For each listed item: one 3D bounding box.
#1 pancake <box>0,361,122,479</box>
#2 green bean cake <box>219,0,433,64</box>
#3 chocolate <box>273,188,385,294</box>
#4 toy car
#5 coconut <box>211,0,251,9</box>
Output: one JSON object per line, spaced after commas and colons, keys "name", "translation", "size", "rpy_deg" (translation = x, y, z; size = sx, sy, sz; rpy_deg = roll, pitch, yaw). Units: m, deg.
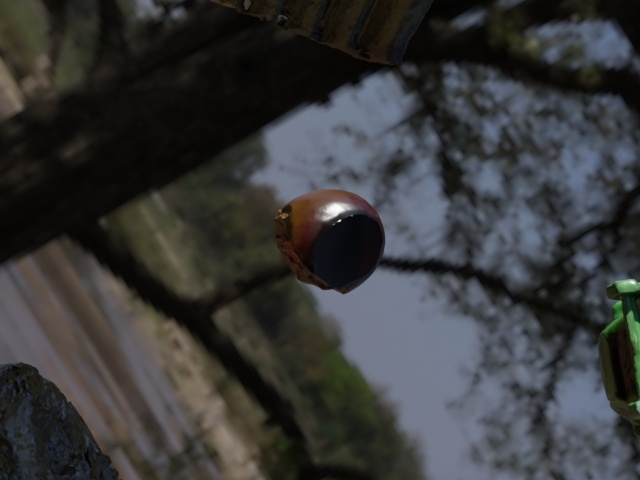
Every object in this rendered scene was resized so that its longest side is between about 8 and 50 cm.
{"name": "pancake", "translation": [-0.294, 0.318, 2.002], "size": [0.382, 0.071, 0.382], "rpy_deg": [51, 27, -38]}
{"name": "green bean cake", "translation": [0.006, -0.236, 1.426], "size": [0.173, 0.094, 0.181], "rpy_deg": [22, 39, -11]}
{"name": "chocolate", "translation": [0.000, 0.000, 2.121], "size": [0.133, 0.127, 0.124], "rpy_deg": [27, -60, 50]}
{"name": "toy car", "translation": [0.385, 0.128, 2.061], "size": [0.358, 0.176, 0.213], "rpy_deg": [93, -12, -81]}
{"name": "coconut", "translation": [-0.050, -0.424, 1.824], "size": [0.360, 0.346, 0.346], "rpy_deg": [86, -23, -45]}
